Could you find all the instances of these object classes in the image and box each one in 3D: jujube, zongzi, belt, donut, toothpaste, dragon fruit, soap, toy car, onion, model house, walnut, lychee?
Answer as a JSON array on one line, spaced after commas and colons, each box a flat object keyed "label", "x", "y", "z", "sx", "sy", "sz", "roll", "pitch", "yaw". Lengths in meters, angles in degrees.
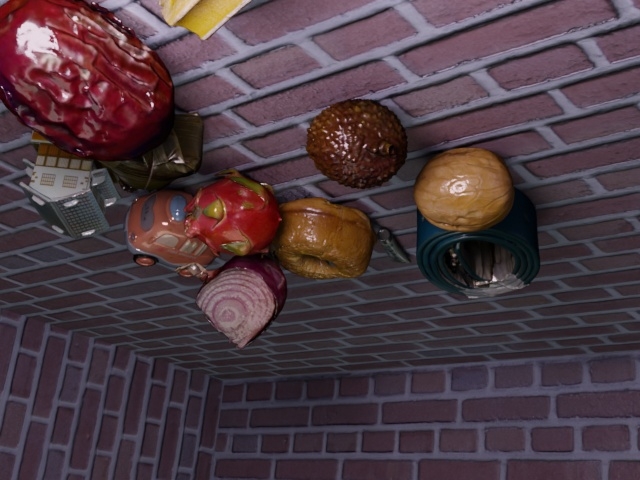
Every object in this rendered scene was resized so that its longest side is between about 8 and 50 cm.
[{"label": "jujube", "x": -0.428, "y": -0.288, "z": 1.540, "sx": 0.258, "sy": 0.258, "sz": 0.376, "roll": -9, "pitch": 148, "yaw": 34}, {"label": "zongzi", "x": -0.444, "y": -0.189, "z": 1.863, "sx": 0.317, "sy": 0.154, "sz": 0.289, "roll": 3, "pitch": 166, "yaw": -35}, {"label": "belt", "x": 0.397, "y": 0.005, "z": 2.170, "sx": 0.300, "sy": 0.173, "sz": 0.436, "roll": -4, "pitch": 157, "yaw": 18}, {"label": "donut", "x": 0.000, "y": 0.000, "z": 2.306, "sx": 0.317, "sy": 0.150, "sz": 0.299, "roll": 17, "pitch": 159, "yaw": -27}, {"label": "toothpaste", "x": 0.207, "y": 0.024, "z": 2.462, "sx": 0.062, "sy": 0.039, "sz": 0.239, "roll": 3, "pitch": 161, "yaw": 20}, {"label": "dragon fruit", "x": -0.213, "y": -0.061, "z": 2.106, "sx": 0.227, "sy": 0.224, "sz": 0.224, "roll": 20, "pitch": 156, "yaw": -18}, {"label": "soap", "x": -0.149, "y": -0.403, "z": 1.276, "sx": 0.080, "sy": 0.160, "sz": 0.257, "roll": 22, "pitch": 153, "yaw": -31}, {"label": "toy car", "x": -0.374, "y": -0.036, "z": 2.294, "sx": 0.270, "sy": 0.181, "sz": 0.212, "roll": 18, "pitch": 146, "yaw": -29}, {"label": "onion", "x": -0.211, "y": 0.141, "z": 2.326, "sx": 0.256, "sy": 0.273, "sz": 0.230, "roll": -16, "pitch": -167, "yaw": 8}, {"label": "model house", "x": -0.575, "y": -0.142, "z": 2.001, "sx": 0.198, "sy": 0.215, "sz": 0.224, "roll": 5, "pitch": 159, "yaw": -1}, {"label": "walnut", "x": 0.311, "y": -0.111, "z": 1.884, "sx": 0.221, "sy": 0.195, "sz": 0.195, "roll": 4, "pitch": 160, "yaw": 25}, {"label": "lychee", "x": 0.077, "y": -0.194, "z": 1.722, "sx": 0.200, "sy": 0.200, "sz": 0.238, "roll": 18, "pitch": 178, "yaw": -29}]

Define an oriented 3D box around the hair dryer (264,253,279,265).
[{"label": "hair dryer", "x": -0.179, "y": 0.040, "z": 2.461, "sx": 0.106, "sy": 0.189, "sz": 0.344, "roll": 7, "pitch": 144, "yaw": 4}]
